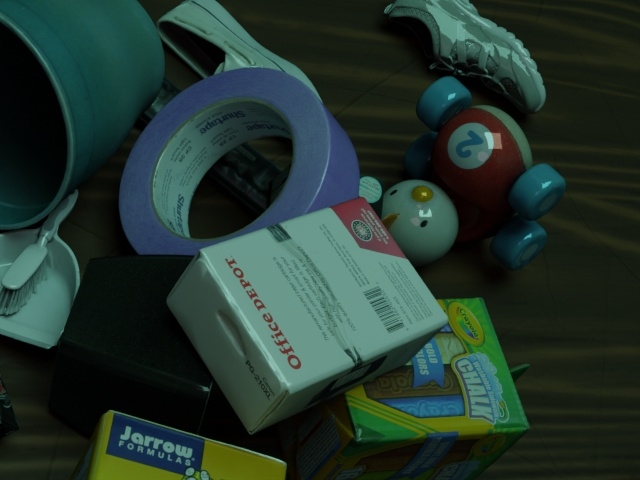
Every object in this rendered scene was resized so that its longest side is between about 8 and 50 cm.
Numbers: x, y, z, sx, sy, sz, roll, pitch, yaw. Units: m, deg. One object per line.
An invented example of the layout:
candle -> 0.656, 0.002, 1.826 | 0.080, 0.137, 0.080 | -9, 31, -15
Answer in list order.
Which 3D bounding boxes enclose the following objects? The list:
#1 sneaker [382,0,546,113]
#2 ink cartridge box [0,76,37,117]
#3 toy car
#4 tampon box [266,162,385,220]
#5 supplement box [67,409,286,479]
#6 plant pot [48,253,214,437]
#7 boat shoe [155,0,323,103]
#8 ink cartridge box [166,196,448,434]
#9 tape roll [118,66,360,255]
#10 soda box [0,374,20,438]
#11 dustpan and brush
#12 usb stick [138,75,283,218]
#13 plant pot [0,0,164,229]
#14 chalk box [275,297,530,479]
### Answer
sneaker -> 0.211, -0.277, 2.186 | 0.281, 0.105, 0.115 | 43, 77, 5
ink cartridge box -> -0.457, -0.249, 1.834 | 0.181, 0.056, 0.224 | -3, 76, -30
toy car -> 0.148, -0.049, 1.902 | 0.238, 0.210, 0.219 | -31, 63, -27
tampon box -> 0.000, 0.000, 1.804 | 0.121, 0.101, 0.161 | 11, 72, -19
supplement box -> -0.170, 0.377, 1.395 | 0.195, 0.194, 0.356 | 18, 49, -14
plant pot -> -0.194, 0.122, 1.597 | 0.167, 0.188, 0.187 | 16, 49, -5
boat shoe -> -0.109, -0.221, 1.954 | 0.267, 0.096, 0.088 | 46, 52, 12
ink cartridge box -> -0.013, 0.072, 1.523 | 0.237, 0.100, 0.172 | -20, 68, -41
tape roll -> -0.096, -0.064, 1.726 | 0.090, 0.275, 0.274 | 47, 27, -52
soda box -> -0.375, 0.132, 1.552 | 0.060, 0.053, 0.168 | -27, 67, 2
dustpan and brush -> -0.322, 0.017, 1.669 | 0.147, 0.060, 0.211 | 18, 38, 6
usb stick -> -0.128, -0.110, 1.892 | 0.278, 0.045, 0.077 | 39, 56, 4
plant pot -> -0.321, -0.185, 1.712 | 0.272, 0.271, 0.255 | 42, 38, 7
chalk box -> 0.109, 0.185, 1.701 | 0.289, 0.180, 0.179 | 1, 56, -26
